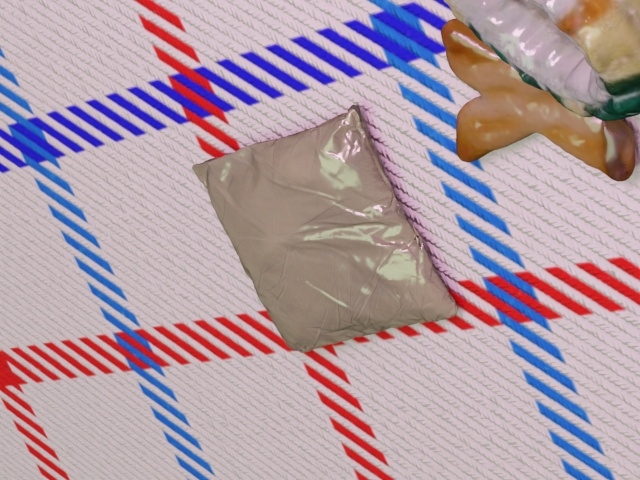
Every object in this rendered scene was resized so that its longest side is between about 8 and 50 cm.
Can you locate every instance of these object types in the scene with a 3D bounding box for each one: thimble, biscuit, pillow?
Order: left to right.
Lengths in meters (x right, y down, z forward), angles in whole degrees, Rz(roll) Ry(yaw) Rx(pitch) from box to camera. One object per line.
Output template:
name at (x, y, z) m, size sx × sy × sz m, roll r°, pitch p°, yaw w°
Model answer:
pillow at (-0.002, -0.001, 1.935) m, size 0.274 × 0.076 × 0.280 m, roll -15°, pitch 108°, yaw 41°
biscuit at (0.227, -0.146, 1.675) m, size 0.208 × 0.047 × 0.164 m, roll 11°, pitch 123°, yaw 33°
thimble at (0.223, -0.249, 1.467) m, size 0.288 × 0.167 × 0.254 m, roll 39°, pitch 173°, yaw 29°
